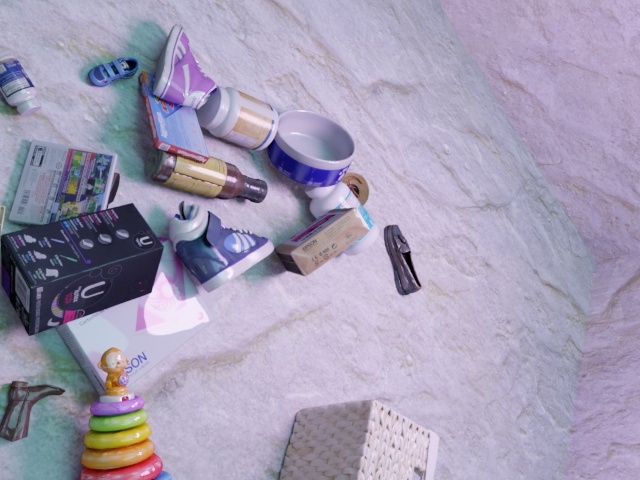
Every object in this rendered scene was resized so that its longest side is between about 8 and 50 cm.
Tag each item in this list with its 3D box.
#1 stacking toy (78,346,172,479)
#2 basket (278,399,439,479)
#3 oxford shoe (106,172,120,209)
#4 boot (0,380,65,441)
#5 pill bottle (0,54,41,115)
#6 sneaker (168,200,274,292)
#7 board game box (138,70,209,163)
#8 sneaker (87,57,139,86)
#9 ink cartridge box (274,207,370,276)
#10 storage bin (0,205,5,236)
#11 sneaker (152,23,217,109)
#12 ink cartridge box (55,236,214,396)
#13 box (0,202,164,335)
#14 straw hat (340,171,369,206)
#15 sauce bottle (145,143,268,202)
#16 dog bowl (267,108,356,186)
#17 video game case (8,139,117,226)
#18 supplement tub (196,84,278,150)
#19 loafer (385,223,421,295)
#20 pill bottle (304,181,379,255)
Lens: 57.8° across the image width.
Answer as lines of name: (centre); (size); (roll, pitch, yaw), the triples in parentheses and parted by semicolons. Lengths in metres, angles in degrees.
stacking toy: (-0.413, 0.370, 1.184); (0.175, 0.166, 0.301); (0, 85, -46)
basket: (0.093, 0.623, 1.524); (0.266, 0.331, 0.328); (38, 51, -28)
oxford shoe: (-0.531, -0.072, 1.329); (0.076, 0.076, 0.212); (15, 57, -8)
boot: (-0.573, 0.343, 1.151); (0.107, 0.037, 0.114); (15, 62, -27)
pill bottle: (-0.669, -0.338, 1.272); (0.067, 0.067, 0.120); (-40, 105, -45)
sneaker: (-0.264, -0.020, 1.513); (0.236, 0.130, 0.323); (57, 27, -4)
board game box: (-0.383, -0.322, 1.506); (0.145, 0.027, 0.281); (17, 40, -42)
sneaker: (-0.520, -0.431, 1.463); (0.144, 0.059, 0.053); (-41, 109, -44)
ink cartridge box: (0.000, 0.000, 1.683); (0.235, 0.193, 0.088); (-36, 103, -15)
storage bin: (-0.735, 0.039, 1.032); (0.262, 0.123, 0.260); (16, 66, -42)
sneaker: (-0.358, -0.459, 1.571); (0.161, 0.102, 0.281); (18, 51, -26)
ink cartridge box: (-0.446, 0.134, 1.336); (0.324, 0.072, 0.329); (-39, 106, -45)
box: (-0.482, 0.053, 1.180); (0.271, 0.165, 0.143); (-21, 61, -40)
straw hat: (0.103, -0.159, 2.001); (0.061, 0.145, 0.144); (78, 8, -74)
sauce bottle: (-0.297, -0.170, 1.565); (0.345, 0.112, 0.111); (17, 65, -43)
dog bowl: (-0.028, -0.288, 1.795); (0.265, 0.104, 0.264); (14, 42, -13)
video game case: (-0.561, -0.118, 1.276); (0.184, 0.023, 0.201); (9, 66, -12)
supplement tub: (-0.237, -0.352, 1.662); (0.200, 0.144, 0.144); (16, 65, -42)
loafer: (0.311, 0.064, 2.122); (0.096, 0.084, 0.267); (-5, 80, -46)
pill bottle: (0.064, -0.088, 1.877); (0.264, 0.146, 0.146); (50, 46, -20)
